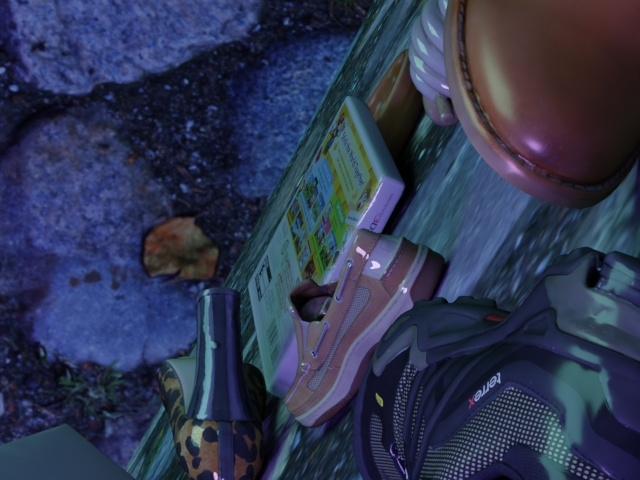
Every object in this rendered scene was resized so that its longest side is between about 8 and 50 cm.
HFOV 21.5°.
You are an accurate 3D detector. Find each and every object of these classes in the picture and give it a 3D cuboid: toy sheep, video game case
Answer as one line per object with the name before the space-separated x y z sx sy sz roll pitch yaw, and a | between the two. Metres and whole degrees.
toy sheep | 0.101 -0.129 1.108 0.091 0.091 0.132 -69 4 -52
video game case | 0.000 0.000 1.436 0.206 0.026 0.227 -62 15 16

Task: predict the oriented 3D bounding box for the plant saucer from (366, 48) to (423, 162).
plant saucer | 0.047 -0.085 1.585 0.200 0.037 0.200 -61 6 11

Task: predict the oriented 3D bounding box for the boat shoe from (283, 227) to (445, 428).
boat shoe | 0.010 0.051 1.086 0.190 0.072 0.068 -56 8 44

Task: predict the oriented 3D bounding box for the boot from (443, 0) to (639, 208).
boot | 0.166 -0.160 0.701 0.283 0.109 0.220 -57 6 -38

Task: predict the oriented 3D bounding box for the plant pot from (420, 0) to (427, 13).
plant pot | 0.107 -0.170 1.314 0.083 0.083 0.079 -86 14 -76

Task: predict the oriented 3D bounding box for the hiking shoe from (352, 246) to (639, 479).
hiking shoe | 0.050 0.079 0.545 0.114 0.086 0.227 -60 6 -23

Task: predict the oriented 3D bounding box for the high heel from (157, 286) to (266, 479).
high heel | -0.088 0.178 1.393 0.261 0.093 0.186 97 171 -60

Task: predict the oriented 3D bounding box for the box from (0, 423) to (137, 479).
box | -0.272 0.299 1.289 0.215 0.168 0.345 -58 -17 16
